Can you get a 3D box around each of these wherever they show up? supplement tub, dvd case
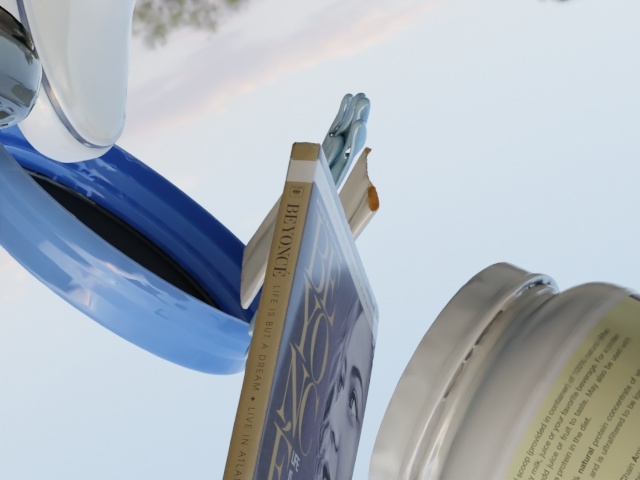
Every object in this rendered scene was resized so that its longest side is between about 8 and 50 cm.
[{"bbox_3d":[0.217,0.168,0.851,0.325,0.235,0.235,27,-136,26],"label":"supplement tub"},{"bbox_3d":[-0.007,0.090,0.629,0.018,0.164,0.221,1,-121,15],"label":"dvd case"}]

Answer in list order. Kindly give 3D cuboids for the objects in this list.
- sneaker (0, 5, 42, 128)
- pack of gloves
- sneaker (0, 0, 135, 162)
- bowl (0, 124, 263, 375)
[{"bbox_3d":[-0.169,-0.106,0.343,0.087,0.227,0.130,-21,-123,52],"label":"sneaker"},{"bbox_3d":[0.000,0.000,1.122,0.232,0.046,0.195,-55,-159,35],"label":"pack of gloves"},{"bbox_3d":[-0.106,-0.168,0.648,0.091,0.258,0.094,-4,174,26],"label":"sneaker"},{"bbox_3d":[-0.201,-0.003,1.377,0.077,0.391,0.391,-52,-165,10],"label":"bowl"}]
